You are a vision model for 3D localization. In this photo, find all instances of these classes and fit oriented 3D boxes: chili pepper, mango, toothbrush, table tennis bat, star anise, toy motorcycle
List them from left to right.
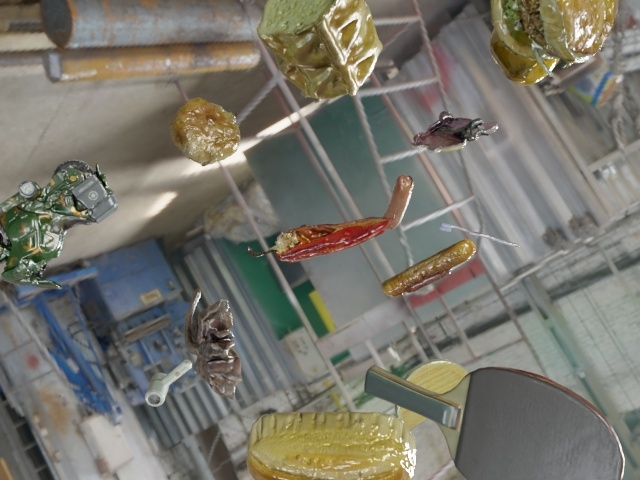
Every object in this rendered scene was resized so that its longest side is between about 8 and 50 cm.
[{"bbox_3d":[-0.482,-0.019,1.275,0.275,0.187,0.125,-40,-176,-14],"label":"toy motorcycle"},{"bbox_3d":[-0.213,0.197,1.377,0.089,0.209,0.231,-8,-157,-30],"label":"star anise"},{"bbox_3d":[0.000,0.000,1.190,0.268,0.050,0.059,-13,-138,16],"label":"chili pepper"},{"bbox_3d":[0.379,-0.011,1.692,0.013,0.193,0.019,-76,180,-72],"label":"toothbrush"},{"bbox_3d":[0.183,0.213,0.804,0.301,0.173,0.022,17,-157,30],"label":"table tennis bat"},{"bbox_3d":[0.368,-0.344,1.258,0.137,0.098,0.195,-21,-136,38],"label":"mango"}]

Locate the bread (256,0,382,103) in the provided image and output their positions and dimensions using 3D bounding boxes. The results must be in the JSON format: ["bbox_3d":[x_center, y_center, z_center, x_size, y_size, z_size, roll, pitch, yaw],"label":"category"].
[{"bbox_3d":[0.001,-0.433,1.491,0.238,0.196,0.252,-13,153,24],"label":"bread"}]

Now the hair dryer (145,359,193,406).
[{"bbox_3d":[-0.359,0.333,1.701,0.137,0.047,0.082,-39,-163,13],"label":"hair dryer"}]

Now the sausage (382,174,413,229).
[{"bbox_3d":[0.158,-0.072,1.476,0.043,0.043,0.186,-27,157,-21],"label":"sausage"}]

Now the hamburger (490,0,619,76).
[{"bbox_3d":[0.295,-0.305,0.909,0.113,0.185,0.177,15,-166,43],"label":"hamburger"}]

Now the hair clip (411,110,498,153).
[{"bbox_3d":[0.274,-0.224,1.473,0.146,0.056,0.187,-32,-160,-21],"label":"hair clip"}]

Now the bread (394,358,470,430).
[{"bbox_3d":[0.228,0.314,1.522,0.193,0.112,0.036,-33,-167,-9],"label":"bread"}]

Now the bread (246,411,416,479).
[{"bbox_3d":[0.016,0.311,1.010,0.236,0.106,0.140,-4,141,13],"label":"bread"}]

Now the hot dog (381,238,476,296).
[{"bbox_3d":[0.213,0.059,1.380,0.216,0.047,0.066,-31,167,32],"label":"hot dog"}]

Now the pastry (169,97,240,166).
[{"bbox_3d":[-0.243,-0.230,1.503,0.153,0.153,0.081,-26,175,-28],"label":"pastry"}]
